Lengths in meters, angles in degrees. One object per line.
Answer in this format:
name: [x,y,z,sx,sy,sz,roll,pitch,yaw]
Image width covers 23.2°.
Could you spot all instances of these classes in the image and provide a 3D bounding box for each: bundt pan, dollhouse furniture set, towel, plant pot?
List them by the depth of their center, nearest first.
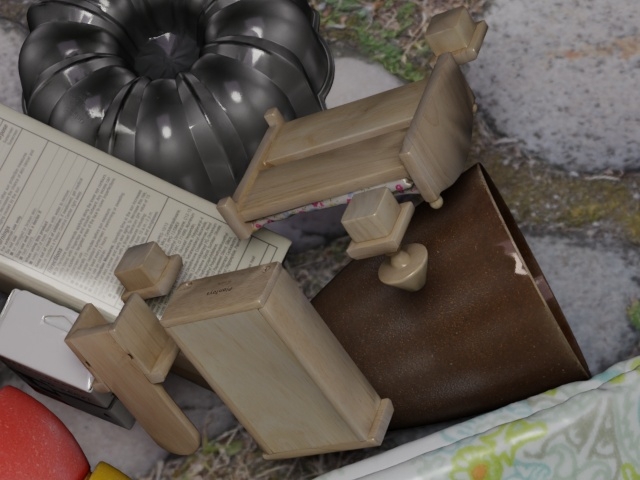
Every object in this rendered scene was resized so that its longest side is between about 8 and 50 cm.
towel: [0.158,0.302,1.254,0.374,0.090,0.320,-20,98,-3]
dollhouse furniture set: [0.000,0.000,1.351,0.303,0.174,0.355,-13,35,34]
plant pot: [0.089,0.078,1.391,0.230,0.215,0.215,-27,66,9]
bundt pan: [-0.153,-0.186,1.564,0.331,0.124,0.330,-2,65,4]

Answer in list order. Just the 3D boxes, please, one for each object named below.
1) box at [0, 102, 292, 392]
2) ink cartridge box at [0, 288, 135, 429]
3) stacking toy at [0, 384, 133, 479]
box: [-0.199,0.008,1.435,0.311,0.121,0.148,26,75,-1]
ink cartridge box: [-0.225,0.110,1.421,0.109,0.150,0.063,21,74,14]
stacking toy: [-0.249,0.281,1.317,0.480,0.350,0.350,27,70,-3]
